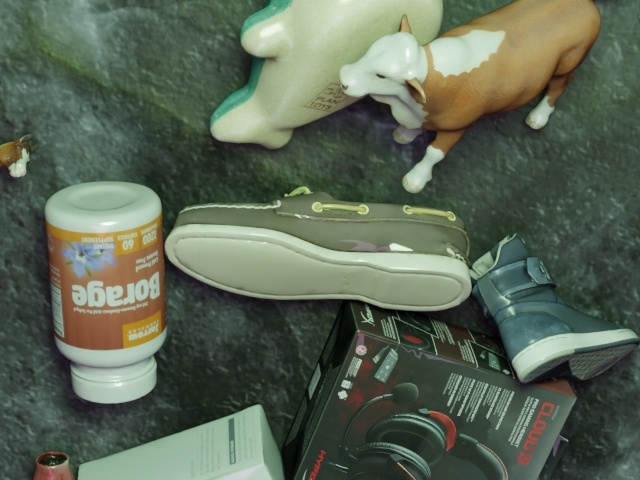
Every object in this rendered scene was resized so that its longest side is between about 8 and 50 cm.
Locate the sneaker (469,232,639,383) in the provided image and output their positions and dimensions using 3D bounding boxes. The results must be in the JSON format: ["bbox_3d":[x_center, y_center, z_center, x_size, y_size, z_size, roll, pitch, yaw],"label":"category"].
[{"bbox_3d":[0.254,0.071,1.595,0.086,0.163,0.226,-44,151,27],"label":"sneaker"}]

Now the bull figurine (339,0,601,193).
[{"bbox_3d":[0.147,-0.156,1.409,0.310,0.101,0.188,-23,155,-29],"label":"bull figurine"}]

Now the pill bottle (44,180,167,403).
[{"bbox_3d":[-0.222,0.056,1.521,0.121,0.121,0.216,-2,113,-4],"label":"pill bottle"}]

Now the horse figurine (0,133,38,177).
[{"bbox_3d":[-0.408,0.000,1.476,0.263,0.174,0.066,-36,120,23],"label":"horse figurine"}]

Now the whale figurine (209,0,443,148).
[{"bbox_3d":[-0.008,-0.203,1.439,0.216,0.141,0.272,4,142,-47],"label":"whale figurine"}]

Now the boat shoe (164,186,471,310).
[{"bbox_3d":[0.000,0.000,1.534,0.324,0.096,0.116,7,147,-6],"label":"boat shoe"}]

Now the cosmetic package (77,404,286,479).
[{"bbox_3d":[-0.134,0.341,1.640,0.225,0.138,0.224,-19,113,4],"label":"cosmetic package"}]

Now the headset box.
[{"bbox_3d":[0.131,0.210,1.624,0.293,0.110,0.218,19,109,-12],"label":"headset box"}]

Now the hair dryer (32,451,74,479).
[{"bbox_3d":[-0.369,0.359,1.654,0.223,0.080,0.293,37,104,-17],"label":"hair dryer"}]
